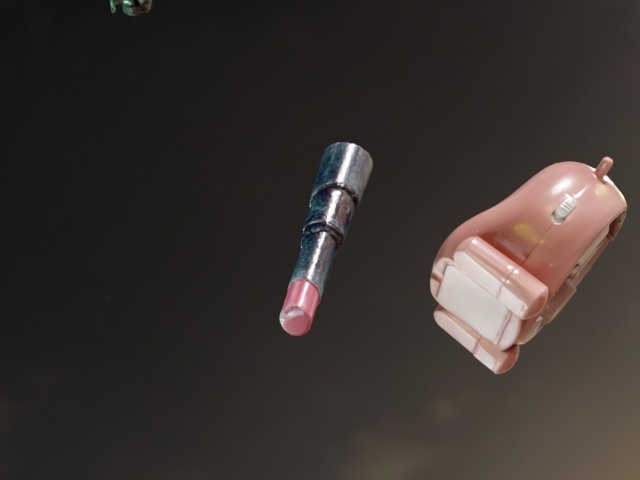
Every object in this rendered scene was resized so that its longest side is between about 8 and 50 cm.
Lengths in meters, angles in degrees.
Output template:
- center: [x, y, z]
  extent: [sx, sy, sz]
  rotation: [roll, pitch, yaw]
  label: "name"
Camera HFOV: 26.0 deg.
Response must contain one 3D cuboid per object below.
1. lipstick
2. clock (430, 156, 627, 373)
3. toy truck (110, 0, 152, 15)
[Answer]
- center: [0.000, 0.000, 1.353]
  extent: [0.053, 0.053, 0.234]
  rotation: [115, 176, -48]
  label: "lipstick"
- center: [0.246, 0.002, 1.600]
  extent: [0.241, 0.142, 0.227]
  rotation: [-43, -16, -20]
  label: "clock"
- center: [-0.162, -0.292, 1.385]
  extent: [0.154, 0.078, 0.080]
  rotation: [-37, -36, -34]
  label: "toy truck"
